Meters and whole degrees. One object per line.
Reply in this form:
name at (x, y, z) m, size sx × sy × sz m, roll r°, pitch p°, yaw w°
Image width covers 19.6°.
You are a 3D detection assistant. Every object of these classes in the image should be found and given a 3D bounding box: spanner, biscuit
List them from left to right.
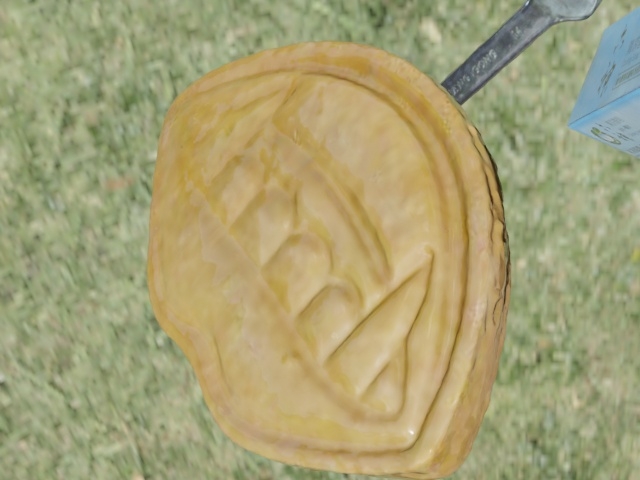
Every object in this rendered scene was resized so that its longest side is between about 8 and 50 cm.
biscuit at (0.000, 0.000, 0.668) m, size 0.142 × 0.029 × 0.220 m, roll -45°, pitch 45°, yaw 14°
spanner at (0.105, -0.115, 1.306) m, size 0.054 × 0.254 × 0.015 m, roll 49°, pitch 39°, yaw 2°

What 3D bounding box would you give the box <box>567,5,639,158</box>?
box at (0.260, -0.094, 1.187) m, size 0.143 × 0.232 × 0.083 m, roll 22°, pitch 85°, yaw -4°
